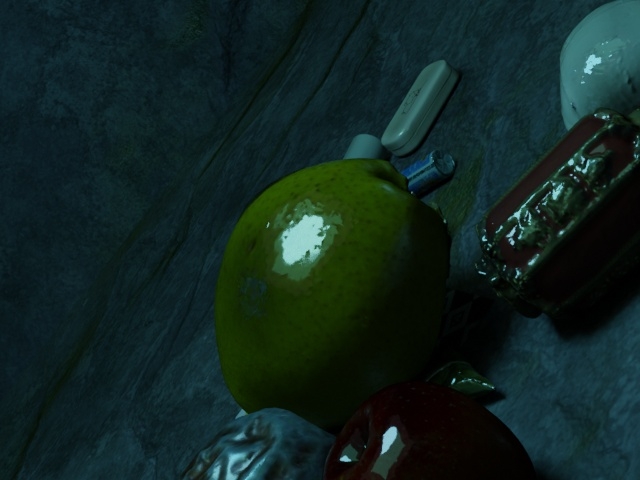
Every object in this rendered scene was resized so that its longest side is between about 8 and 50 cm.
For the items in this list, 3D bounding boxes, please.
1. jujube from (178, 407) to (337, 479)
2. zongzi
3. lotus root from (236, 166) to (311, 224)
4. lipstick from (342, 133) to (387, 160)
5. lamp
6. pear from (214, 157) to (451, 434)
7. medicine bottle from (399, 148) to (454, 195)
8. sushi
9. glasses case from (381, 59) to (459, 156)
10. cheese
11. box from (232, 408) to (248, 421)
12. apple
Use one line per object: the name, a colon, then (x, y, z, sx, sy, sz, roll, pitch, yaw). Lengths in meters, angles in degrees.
jujube: (-0.085, 0.356, 1.596, 0.246, 0.215, 0.308, 17, 70, 36)
zongzi: (0.155, 0.197, 1.652, 0.109, 0.055, 0.119, -50, 24, 2)
lotus root: (0.000, 0.000, 2.088, 0.250, 0.250, 0.346, -54, 17, -11)
lipstick: (0.044, -0.074, 2.359, 0.070, 0.070, 0.254, -26, 31, 50)
lamp: (0.307, -0.031, 1.570, 0.274, 0.177, 0.177, -44, 20, 12)
pear: (-0.025, 0.072, 1.738, 0.340, 0.191, 0.386, 48, 120, 40)
medicine bottle: (0.137, -0.088, 2.208, 0.191, 0.051, 0.051, -31, 27, 42)
sushi: (0.108, 0.147, 1.854, 0.231, 0.047, 0.219, -53, 20, -9)
glasses case: (0.177, -0.235, 2.389, 0.083, 0.050, 0.196, -12, 42, 57)
cheese: (0.392, -0.225, 1.747, 0.189, 0.154, 0.198, -33, 25, 29)
box: (-0.082, 0.346, 1.883, 0.200, 0.065, 0.343, -53, 20, -8)
apple: (0.111, 0.260, 1.411, 0.218, 0.201, 0.218, -46, 19, 21)
